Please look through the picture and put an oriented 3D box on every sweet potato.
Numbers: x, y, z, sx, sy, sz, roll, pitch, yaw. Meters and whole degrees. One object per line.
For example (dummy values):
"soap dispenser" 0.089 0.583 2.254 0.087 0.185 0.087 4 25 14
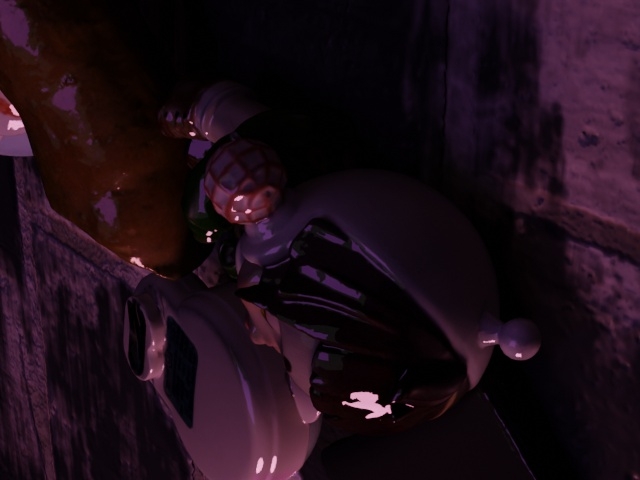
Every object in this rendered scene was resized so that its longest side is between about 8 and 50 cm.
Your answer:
"sweet potato" -0.197 -0.141 1.050 0.157 0.158 0.370 12 129 49

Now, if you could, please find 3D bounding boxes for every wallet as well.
"wallet" 0.096 0.194 0.970 0.149 0.044 0.250 59 142 7

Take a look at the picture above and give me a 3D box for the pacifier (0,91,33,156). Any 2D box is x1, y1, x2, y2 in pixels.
"pacifier" -0.304 -0.218 1.202 0.207 0.227 0.279 -89 14 -47

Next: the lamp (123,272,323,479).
"lamp" -0.077 0.113 1.094 0.246 0.108 0.180 38 129 38

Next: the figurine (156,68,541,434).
"figurine" 0.000 0.000 0.908 0.370 0.167 0.281 47 173 42
